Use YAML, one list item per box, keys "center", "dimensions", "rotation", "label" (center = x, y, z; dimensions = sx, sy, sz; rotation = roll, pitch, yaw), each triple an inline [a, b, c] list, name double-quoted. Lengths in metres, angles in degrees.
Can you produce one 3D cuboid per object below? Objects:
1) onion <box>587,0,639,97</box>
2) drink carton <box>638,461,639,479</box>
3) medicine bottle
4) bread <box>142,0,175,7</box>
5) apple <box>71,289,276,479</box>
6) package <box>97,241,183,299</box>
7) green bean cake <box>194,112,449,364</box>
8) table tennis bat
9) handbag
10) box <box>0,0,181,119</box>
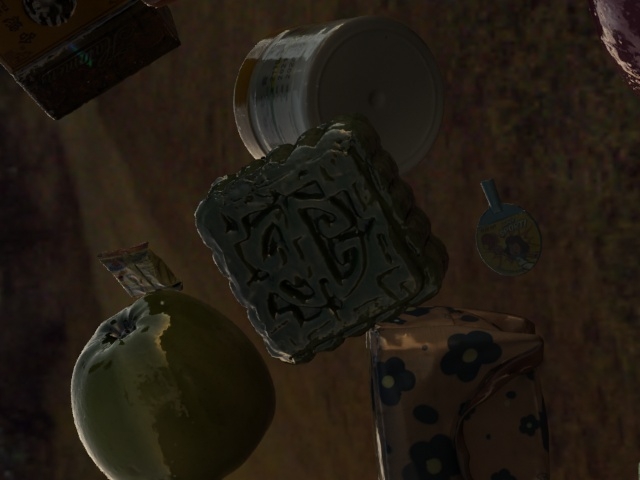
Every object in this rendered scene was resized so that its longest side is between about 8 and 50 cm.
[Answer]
- center: [0.377, -0.288, 1.110]
  dimensions: [0.345, 0.358, 0.358]
  rotation: [-118, 27, -43]
  label: "onion"
- center: [0.530, 0.295, 1.750]
  dimensions: [0.144, 0.146, 0.142]
  rotation: [-63, -21, -60]
  label: "drink carton"
- center: [0.024, -0.202, 1.819]
  dimensions: [0.232, 0.238, 0.238]
  rotation: [8, 102, 62]
  label: "medicine bottle"
- center: [-0.215, -0.375, 1.715]
  dimensions: [0.067, 0.192, 0.119]
  rotation: [14, -118, -65]
  label: "bread"
- center: [-0.199, 0.214, 1.676]
  dimensions: [0.279, 0.279, 0.279]
  rotation: [177, 90, -77]
  label: "apple"
- center: [-0.308, 0.053, 2.141]
  dimensions: [0.121, 0.108, 0.031]
  rotation: [55, -147, -39]
  label: "package"
- center: [0.000, 0.000, 1.131]
  dimensions: [0.185, 0.183, 0.094]
  rotation: [61, -163, -8]
  label: "green bean cake"
- center: [0.281, -0.020, 1.915]
  dimensions: [0.019, 0.100, 0.155]
  rotation: [-22, -87, -68]
  label: "table tennis bat"
- center: [0.152, 0.194, 1.349]
  dimensions: [0.190, 0.193, 0.251]
  rotation: [-97, 1, -84]
  label: "handbag"
- center: [-0.438, -0.409, 1.981]
  dimensions: [0.415, 0.264, 0.116]
  rotation: [54, -170, -41]
  label: "box"
